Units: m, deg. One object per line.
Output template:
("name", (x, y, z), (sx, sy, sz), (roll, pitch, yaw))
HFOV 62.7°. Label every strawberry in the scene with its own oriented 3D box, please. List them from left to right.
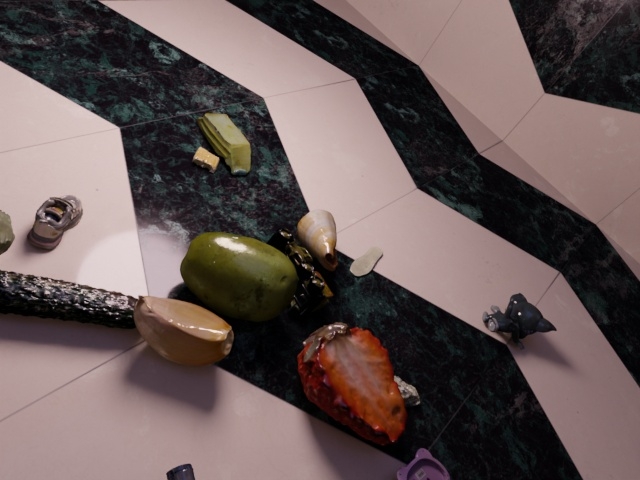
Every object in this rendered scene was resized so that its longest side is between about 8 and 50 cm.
("strawberry", (0.074, 0.379, 1.351), (0.336, 0.149, 0.265), (54, 37, 6))

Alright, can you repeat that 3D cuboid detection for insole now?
("insole", (0.158, 0.071, 1.782), (0.063, 0.010, 0.192), (42, 42, 8))

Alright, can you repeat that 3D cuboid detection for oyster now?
("oyster", (0.237, 0.420, 1.485), (0.100, 0.037, 0.098), (3, 51, -31))

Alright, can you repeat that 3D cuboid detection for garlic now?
("garlic", (-0.324, 0.202, 1.224), (0.244, 0.164, 0.146), (28, 59, -18))

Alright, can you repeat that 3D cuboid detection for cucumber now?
("cucumber", (-0.560, 0.141, 1.182), (0.359, 0.096, 0.096), (14, 45, -22))

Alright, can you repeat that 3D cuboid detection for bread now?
("bread", (-0.376, -0.266, 1.731), (0.083, 0.035, 0.070), (26, 42, -20))

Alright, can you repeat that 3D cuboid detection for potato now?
("potato", (-0.209, 0.093, 1.372), (0.304, 0.216, 0.216), (27, 42, -17))

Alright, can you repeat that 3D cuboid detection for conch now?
("conch", (-0.012, 0.000, 1.627), (0.127, 0.159, 0.255), (-1, 24, 0))

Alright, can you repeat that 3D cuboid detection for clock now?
("clock", (0.244, 0.601, 1.310), (0.152, 0.050, 0.110), (-21, 65, -44))

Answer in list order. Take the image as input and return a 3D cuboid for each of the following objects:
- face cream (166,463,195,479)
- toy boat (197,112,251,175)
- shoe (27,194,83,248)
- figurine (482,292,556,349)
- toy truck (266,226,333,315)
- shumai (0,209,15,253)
("face cream", (-0.232, 0.580, 1.003), (0.143, 0.071, 0.291), (-2, 52, -34))
("toy boat", (-0.323, -0.348, 1.805), (0.111, 0.084, 0.276), (-11, 57, -42))
("shoe", (-0.661, -0.068, 1.313), (0.089, 0.092, 0.180), (26, 42, -9))
("figurine", (0.672, 0.267, 1.845), (0.265, 0.140, 0.193), (19, 24, -38))
("toy truck", (-0.069, 0.087, 1.540), (0.127, 0.127, 0.257), (-4, 52, -54))
("shumai", (-0.777, -0.046, 1.086), (0.309, 0.304, 0.263), (28, 27, 8))
